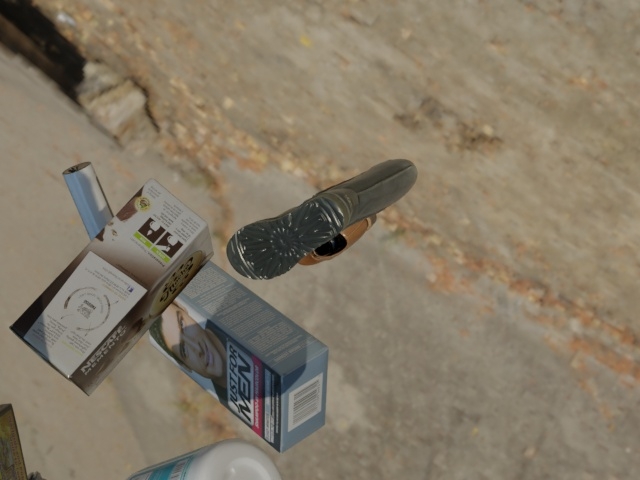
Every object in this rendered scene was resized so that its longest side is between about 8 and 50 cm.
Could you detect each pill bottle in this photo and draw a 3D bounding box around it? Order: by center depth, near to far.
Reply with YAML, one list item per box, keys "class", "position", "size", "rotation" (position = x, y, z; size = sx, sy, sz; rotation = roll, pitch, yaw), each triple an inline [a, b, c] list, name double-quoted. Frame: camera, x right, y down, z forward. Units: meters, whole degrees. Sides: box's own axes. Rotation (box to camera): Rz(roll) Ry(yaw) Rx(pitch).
- class: "pill bottle"
  position: [-0.178, 0.358, 1.446]
  size: [0.146, 0.146, 0.264]
  rotation: [42, 136, -23]

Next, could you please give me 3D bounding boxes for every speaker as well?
- class: "speaker"
  position: [-0.393, -0.065, 1.879]
  size: [0.055, 0.055, 0.136]
  rotation: [12, 126, 56]

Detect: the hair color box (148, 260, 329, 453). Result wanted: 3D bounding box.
- class: "hair color box"
  position: [-0.153, 0.185, 1.929]
  size: [0.374, 0.113, 0.185]
  rotation: [34, 136, 35]

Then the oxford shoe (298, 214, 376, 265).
- class: "oxford shoe"
  position: [0.000, 0.000, 1.621]
  size: [0.076, 0.076, 0.212]
  rotation: [43, 150, -6]

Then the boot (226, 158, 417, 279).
- class: "boot"
  position: [0.005, -0.033, 1.334]
  size: [0.189, 0.208, 0.076]
  rotation: [-21, 101, 29]

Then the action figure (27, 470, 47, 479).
- class: "action figure"
  position: [-0.495, 0.505, 1.944]
  size: [0.285, 0.185, 0.099]
  rotation: [16, -161, -45]

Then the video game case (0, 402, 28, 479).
- class: "video game case"
  position: [-0.515, 0.420, 1.702]
  size: [0.035, 0.275, 0.248]
  rotation: [-9, -173, 8]

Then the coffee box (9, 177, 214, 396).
- class: "coffee box"
  position: [-0.301, 0.072, 1.628]
  size: [0.119, 0.297, 0.168]
  rotation: [38, 165, 9]
